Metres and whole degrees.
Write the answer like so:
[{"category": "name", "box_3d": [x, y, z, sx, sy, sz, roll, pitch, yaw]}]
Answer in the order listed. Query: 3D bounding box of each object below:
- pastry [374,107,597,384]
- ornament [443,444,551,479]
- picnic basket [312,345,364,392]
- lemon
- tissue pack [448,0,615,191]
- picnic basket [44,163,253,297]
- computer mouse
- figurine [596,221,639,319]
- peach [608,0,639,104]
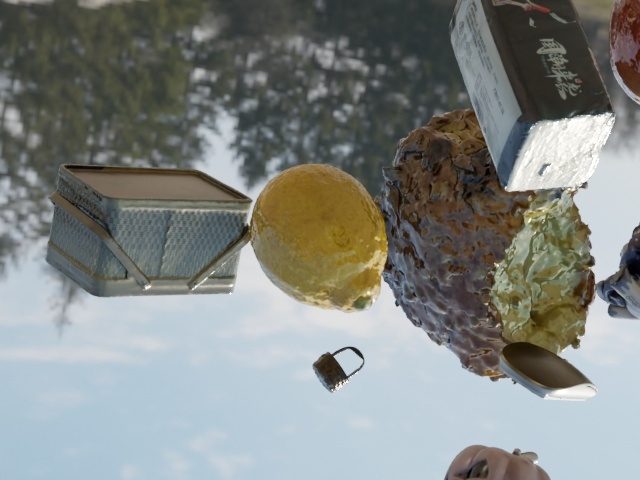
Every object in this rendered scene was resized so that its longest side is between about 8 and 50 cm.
[{"category": "pastry", "box_3d": [0.227, -0.006, 1.920, 0.292, 0.405, 0.337, -37, -142, -21]}, {"category": "ornament", "box_3d": [0.274, 0.390, 2.056, 0.177, 0.177, 0.177, 10, -169, -2]}, {"category": "picnic basket", "box_3d": [0.033, 0.210, 2.248, 0.083, 0.072, 0.072, -33, -156, -11]}, {"category": "lemon", "box_3d": [0.000, 0.000, 1.411, 0.142, 0.142, 0.187, -1, -132, -47]}, {"category": "tissue pack", "box_3d": [0.167, -0.135, 1.062, 0.090, 0.103, 0.170, -8, -120, -14]}, {"category": "picnic basket", "box_3d": [-0.239, -0.015, 1.846, 0.267, 0.139, 0.165, 0, -160, -40]}, {"category": "computer mouse", "box_3d": [0.301, 0.173, 1.738, 0.102, 0.045, 0.199, 35, -169, 29]}, {"category": "figurine", "box_3d": [0.566, 0.032, 2.209, 0.145, 0.222, 0.145, 36, 164, 12]}, {"category": "peach", "box_3d": [0.464, -0.279, 1.612, 0.232, 0.256, 0.232, 7, 180, 0]}]
